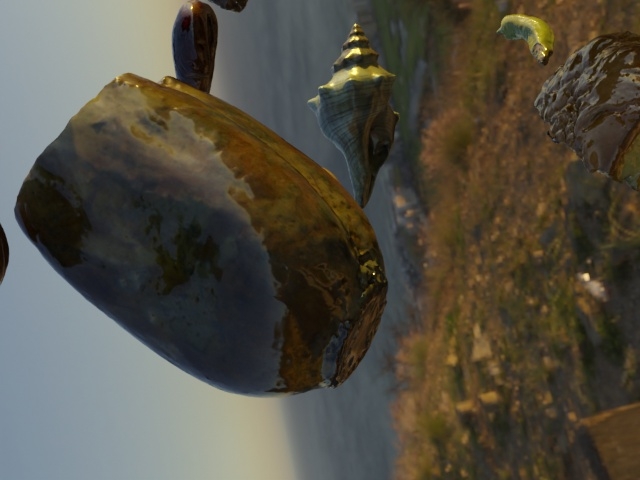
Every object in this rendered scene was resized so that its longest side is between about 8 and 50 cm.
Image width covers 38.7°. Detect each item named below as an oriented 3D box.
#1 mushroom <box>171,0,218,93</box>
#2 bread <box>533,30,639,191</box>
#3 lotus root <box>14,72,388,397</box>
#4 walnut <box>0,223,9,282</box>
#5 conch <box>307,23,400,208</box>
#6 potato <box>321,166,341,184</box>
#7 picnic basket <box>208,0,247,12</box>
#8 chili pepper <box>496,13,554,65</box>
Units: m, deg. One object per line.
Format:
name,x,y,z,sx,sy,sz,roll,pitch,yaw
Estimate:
mushroom,-0.151,-0.225,1.090,0.123,0.052,0.123,4,-90,-89
bread,0.330,-0.146,0.979,0.139,0.143,0.229,-54,20,22
lotus root,-0.094,0.004,0.889,0.346,0.250,0.250,34,157,17
walnut,-0.381,0.016,0.774,0.213,0.213,0.213,168,90,-85
conch,0.049,-0.176,1.261,0.114,0.137,0.234,17,121,34
potato,0.000,0.000,1.737,0.173,0.140,0.300,-33,53,42
picnic basket,-0.206,-0.493,1.657,0.193,0.055,0.110,35,118,30
chili pepper,0.294,-0.281,1.254,0.208,0.049,0.043,-106,22,-66
